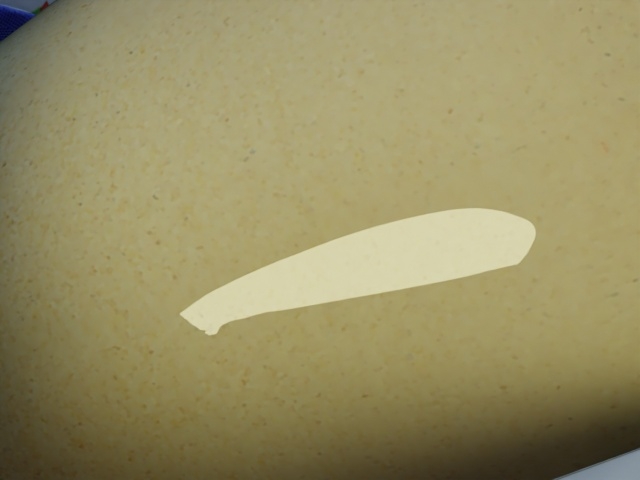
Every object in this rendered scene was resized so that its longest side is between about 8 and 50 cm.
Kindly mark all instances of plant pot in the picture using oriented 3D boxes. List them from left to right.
[{"bbox_3d":[0.000,0.000,0.524,0.274,0.256,0.256,-19,23,-1],"label":"plant pot"}]

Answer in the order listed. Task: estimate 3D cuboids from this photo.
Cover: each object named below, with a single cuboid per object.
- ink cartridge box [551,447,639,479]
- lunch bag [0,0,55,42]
[{"bbox_3d":[0.068,0.140,0.289,0.289,0.121,0.211,-14,26,-30],"label":"ink cartridge box"},{"bbox_3d":[-0.293,-0.201,0.917,0.328,0.239,0.385,9,24,-42],"label":"lunch bag"}]
